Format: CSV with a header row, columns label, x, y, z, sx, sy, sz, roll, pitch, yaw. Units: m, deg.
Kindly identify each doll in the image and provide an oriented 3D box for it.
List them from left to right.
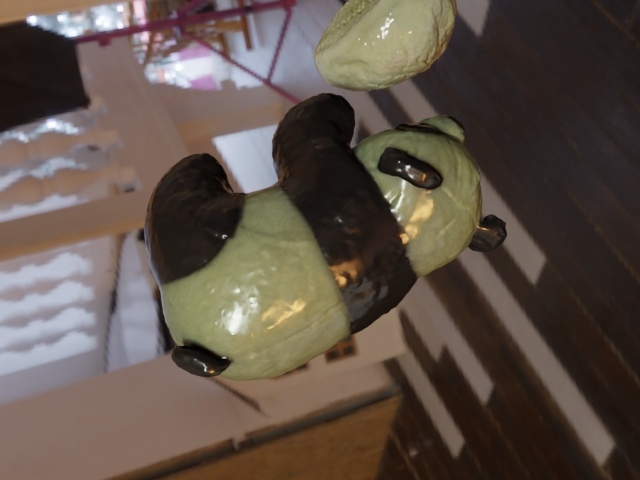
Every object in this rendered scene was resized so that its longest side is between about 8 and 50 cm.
label,x,y,z,sx,sy,sz,roll,pitch,yaw
doll,-0.001,0.002,0.659,0.135,0.234,0.144,47,163,51

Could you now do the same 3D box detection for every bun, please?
label,x,y,z,sx,sy,sz,roll,pitch,yaw
bun,0.051,-0.148,0.737,0.069,0.115,0.115,43,166,-17
